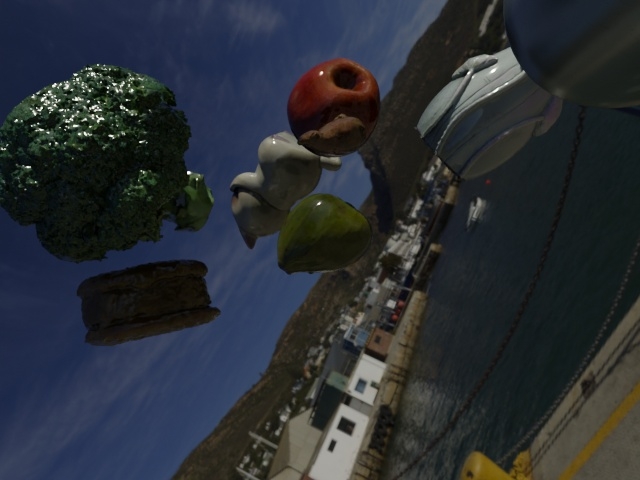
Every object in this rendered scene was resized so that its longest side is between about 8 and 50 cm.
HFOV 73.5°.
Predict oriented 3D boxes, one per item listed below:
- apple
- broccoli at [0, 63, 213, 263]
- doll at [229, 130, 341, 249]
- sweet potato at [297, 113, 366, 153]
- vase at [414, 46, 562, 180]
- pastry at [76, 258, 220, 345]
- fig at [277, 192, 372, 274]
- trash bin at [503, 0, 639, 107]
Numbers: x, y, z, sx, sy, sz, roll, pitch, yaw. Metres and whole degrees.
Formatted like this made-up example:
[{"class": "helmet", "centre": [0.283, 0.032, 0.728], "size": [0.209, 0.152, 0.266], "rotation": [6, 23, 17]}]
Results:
[{"class": "apple", "centre": [0.034, -0.311, 1.024], "size": [0.218, 0.218, 0.201], "rotation": [-60, 0, -29]}, {"class": "broccoli", "centre": [-0.257, -0.081, 0.556], "size": [0.270, 0.270, 0.269], "rotation": [31, -99, -51]}, {"class": "doll", "centre": [-0.139, -0.174, 1.311], "size": [0.370, 0.226, 0.215], "rotation": [-43, 18, 21]}, {"class": "sweet potato", "centre": [0.033, -0.172, 0.702], "size": [0.226, 0.068, 0.068], "rotation": [-35, -34, -59]}, {"class": "vase", "centre": [0.446, -0.345, 0.972], "size": [0.445, 0.250, 0.250], "rotation": [-42, -2, 23]}, {"class": "pastry", "centre": [-0.249, 0.089, 0.631], "size": [0.189, 0.189, 0.103], "rotation": [23, -127, -78]}, {"class": "fig", "centre": [0.000, 0.000, 1.012], "size": [0.225, 0.203, 0.203], "rotation": [-49, -15, -8]}, {"class": "trash bin", "centre": [0.330, -0.275, 0.377], "size": [0.432, 0.281, 0.280], "rotation": [-35, -34, -70]}]
